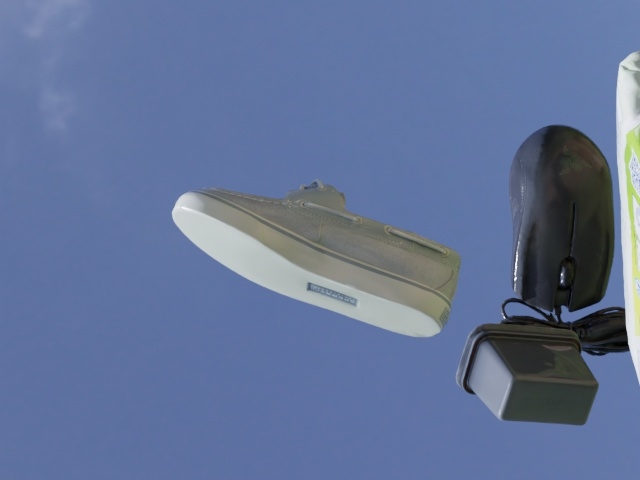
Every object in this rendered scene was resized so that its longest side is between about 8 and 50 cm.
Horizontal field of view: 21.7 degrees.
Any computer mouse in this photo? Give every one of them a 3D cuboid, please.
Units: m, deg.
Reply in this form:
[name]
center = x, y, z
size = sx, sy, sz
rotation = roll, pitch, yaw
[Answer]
[computer mouse]
center = 0.287, 0.000, 1.907
size = 0.188, 0.072, 0.272
rotation = -3, -92, -9

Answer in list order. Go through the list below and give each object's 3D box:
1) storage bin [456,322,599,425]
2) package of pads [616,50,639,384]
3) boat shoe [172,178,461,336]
[storage bin]
center = 0.224, 0.155, 1.777
size = 0.135, 0.091, 0.098
rotation = 6, -66, -20
[package of pads]
center = 0.297, -0.013, 0.826
size = 0.229, 0.296, 0.101
rotation = 76, -177, -47
[boat shoe]
center = 0.001, 0.000, 1.292
size = 0.227, 0.079, 0.081
rotation = 22, -115, 2
